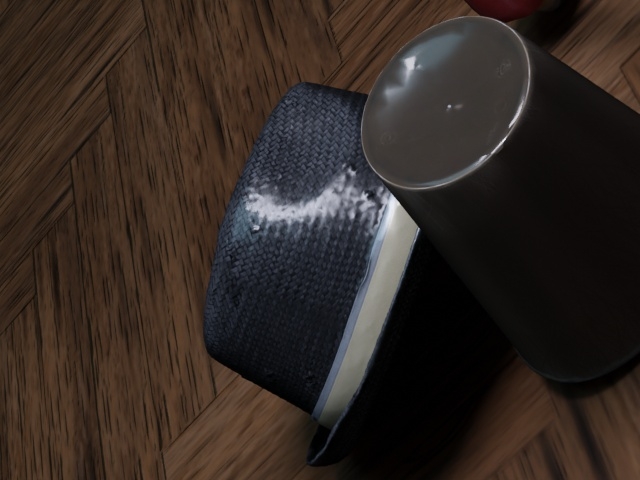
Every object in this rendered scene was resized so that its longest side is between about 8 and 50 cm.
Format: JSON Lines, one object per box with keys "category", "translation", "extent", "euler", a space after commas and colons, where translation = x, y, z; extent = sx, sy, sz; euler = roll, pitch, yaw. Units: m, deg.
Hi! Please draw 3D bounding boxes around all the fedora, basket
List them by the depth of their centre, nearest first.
{"category": "basket", "translation": [0.140, -0.039, 1.264], "extent": [0.154, 0.227, 0.204], "euler": [8, 70, 41]}
{"category": "fedora", "translation": [0.000, 0.000, 1.442], "extent": [0.334, 0.152, 0.334], "euler": [-161, 90, -88]}

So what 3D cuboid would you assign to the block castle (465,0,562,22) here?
{"category": "block castle", "translation": [0.252, -0.391, 1.463], "extent": [0.303, 0.213, 0.453], "euler": [9, 78, 46]}
